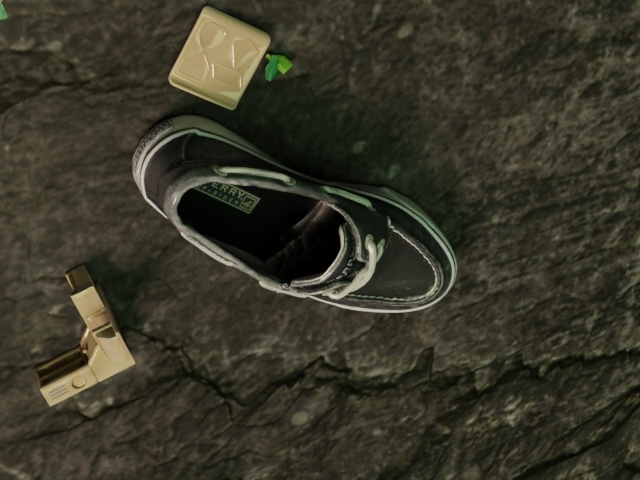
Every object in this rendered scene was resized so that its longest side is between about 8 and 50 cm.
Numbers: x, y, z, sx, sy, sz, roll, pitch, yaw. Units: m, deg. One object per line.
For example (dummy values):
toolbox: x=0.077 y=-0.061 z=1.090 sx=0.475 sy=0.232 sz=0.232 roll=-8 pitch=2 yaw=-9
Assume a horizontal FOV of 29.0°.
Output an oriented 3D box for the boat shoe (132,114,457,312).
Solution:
boat shoe: x=0.000 y=0.000 z=0.942 sx=0.301 sy=0.102 sz=0.108 roll=27 pitch=105 yaw=-35

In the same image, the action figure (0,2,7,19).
action figure: x=-0.281 y=-0.213 z=0.707 sx=0.137 sy=0.063 sz=0.232 roll=-19 pitch=122 yaw=-10

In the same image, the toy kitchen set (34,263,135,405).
toy kitchen set: x=-0.185 y=0.080 z=0.925 sx=0.075 sy=0.068 sz=0.083 roll=-27 pitch=127 yaw=-8

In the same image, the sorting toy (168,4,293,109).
sorting toy: x=-0.062 y=-0.127 z=0.891 sx=0.083 sy=0.012 sz=0.062 roll=21 pitch=104 yaw=-30
